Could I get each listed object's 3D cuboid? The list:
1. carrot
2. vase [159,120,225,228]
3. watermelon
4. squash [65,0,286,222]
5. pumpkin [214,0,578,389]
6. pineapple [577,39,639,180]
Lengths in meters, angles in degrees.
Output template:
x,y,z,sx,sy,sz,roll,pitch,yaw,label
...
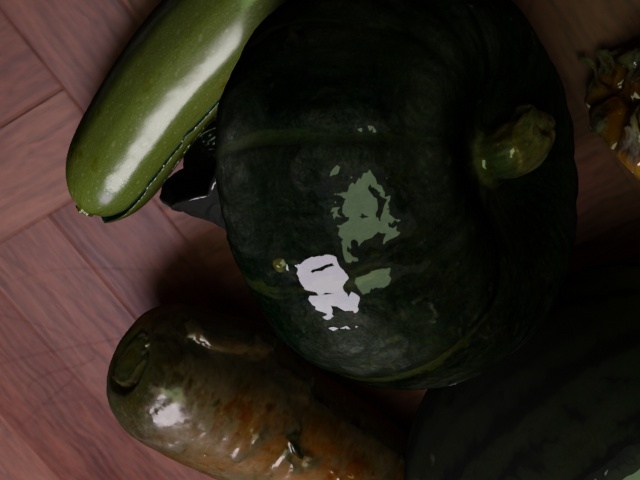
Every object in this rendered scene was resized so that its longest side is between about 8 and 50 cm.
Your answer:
x,y,z,sx,sy,sz,roll,pitch,yaw,label
-0.035,0.157,1.414,0.302,0.138,0.139,37,118,-24,carrot
0.000,0.000,1.334,0.237,0.115,0.115,39,117,-21,vase
0.214,0.169,1.304,0.359,0.279,0.279,-37,111,18,watermelon
-0.087,-0.144,1.258,0.094,0.094,0.341,34,120,-14,squash
0.065,-0.044,1.181,0.207,0.300,0.300,-3,124,34,pumpkin
0.381,-0.093,1.169,0.344,0.209,0.286,26,120,-8,pineapple
